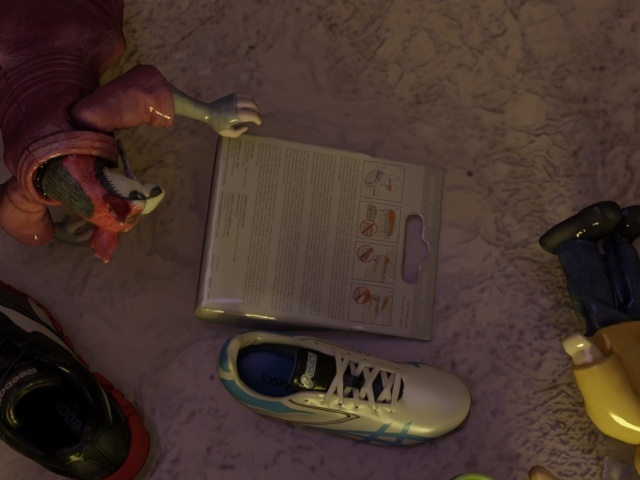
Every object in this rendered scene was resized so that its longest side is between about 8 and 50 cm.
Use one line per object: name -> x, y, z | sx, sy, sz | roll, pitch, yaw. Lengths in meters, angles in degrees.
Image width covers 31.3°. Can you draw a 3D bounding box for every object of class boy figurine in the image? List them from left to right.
boy figurine -> 0.276, 0.109, 0.982 | 0.092, 0.177, 0.285 | -38, 56, 39

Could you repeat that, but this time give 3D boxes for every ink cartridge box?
ink cartridge box -> 0.000, 0.000, 1.108 | 0.224, 0.056, 0.181 | 9, 75, -10

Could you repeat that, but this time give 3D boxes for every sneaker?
sneaker -> -0.276, 0.118, 1.052 | 0.276, 0.135, 0.097 | 42, 85, 17
sneaker -> 0.019, 0.134, 1.039 | 0.237, 0.086, 0.085 | 9, 74, 8

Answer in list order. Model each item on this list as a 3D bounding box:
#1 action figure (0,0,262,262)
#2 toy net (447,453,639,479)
action figure -> -0.243, -0.134, 1.040 | 0.248, 0.275, 0.370 | -44, 46, 11
toy net -> 0.204, 0.247, 0.965 | 0.232, 0.045, 0.122 | -5, 76, -17
